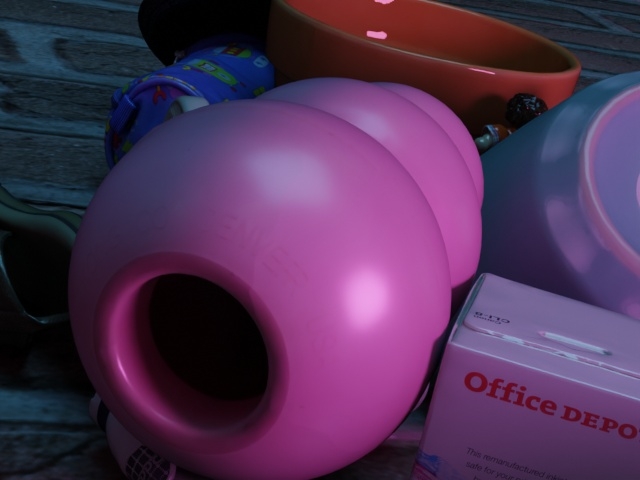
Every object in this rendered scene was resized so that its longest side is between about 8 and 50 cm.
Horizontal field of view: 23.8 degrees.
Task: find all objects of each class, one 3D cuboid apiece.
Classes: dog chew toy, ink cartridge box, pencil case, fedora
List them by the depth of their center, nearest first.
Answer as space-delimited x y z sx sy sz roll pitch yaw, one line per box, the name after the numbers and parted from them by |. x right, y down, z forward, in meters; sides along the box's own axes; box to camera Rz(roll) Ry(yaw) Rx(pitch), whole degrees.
0.118 0.128 0.831 0.128 0.176 0.127 17 20 9 | ink cartridge box
0.000 0.000 0.879 0.206 0.207 0.332 19 26 17 | dog chew toy
-0.116 -0.127 1.474 0.133 0.119 0.306 31 20 0 | pencil case
-0.032 -0.266 1.658 0.334 0.153 0.334 3 -21 1 | fedora

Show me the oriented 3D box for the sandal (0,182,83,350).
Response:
-0.214 0.028 1.032 0.086 0.120 0.302 -35 44 -29 | sandal

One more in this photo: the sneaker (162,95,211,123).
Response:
-0.035 -0.004 1.197 0.148 0.131 0.350 7 27 -26 | sneaker

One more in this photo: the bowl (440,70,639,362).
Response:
0.238 0.005 1.045 0.311 0.163 0.312 6 58 -9 | bowl

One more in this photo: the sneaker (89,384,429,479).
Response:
-0.023 0.114 0.943 0.235 0.090 0.095 -7 36 -31 | sneaker

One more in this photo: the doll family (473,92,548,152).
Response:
0.242 -0.034 1.267 0.263 0.163 0.118 26 -8 -39 | doll family

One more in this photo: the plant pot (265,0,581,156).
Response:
0.075 -0.107 1.423 0.290 0.203 0.291 13 19 -5 | plant pot
